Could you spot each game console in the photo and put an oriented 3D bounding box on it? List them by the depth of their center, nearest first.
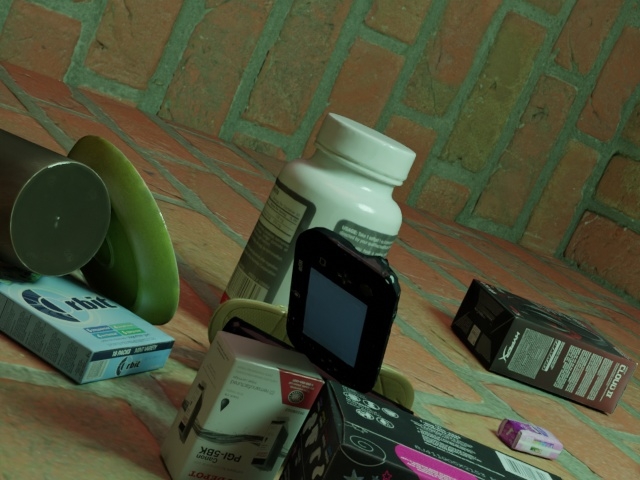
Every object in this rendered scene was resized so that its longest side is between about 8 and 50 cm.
[{"bbox_3d":[-0.003,0.107,1.086,0.213,0.361,0.044,26,55,13],"label":"game console"}]

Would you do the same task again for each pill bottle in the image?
[{"bbox_3d":[0.000,0.000,1.488,0.176,0.318,0.176,25,10,-5],"label":"pill bottle"}]

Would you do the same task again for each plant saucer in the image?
[{"bbox_3d":[-0.247,-0.004,1.312,0.037,0.241,0.241,-25,41,-31],"label":"plant saucer"}]

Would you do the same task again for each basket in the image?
[{"bbox_3d":[-0.355,-0.049,1.252,0.227,0.154,0.204,18,-3,41],"label":"basket"}]

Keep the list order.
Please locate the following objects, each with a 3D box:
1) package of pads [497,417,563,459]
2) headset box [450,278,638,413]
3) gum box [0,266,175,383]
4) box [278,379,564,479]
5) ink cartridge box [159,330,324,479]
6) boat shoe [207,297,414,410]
[{"bbox_3d":[0.294,0.279,1.573,0.083,0.032,0.050,19,9,-29],"label":"package of pads"},{"bbox_3d":[0.414,0.195,2.038,0.293,0.110,0.218,21,11,-17],"label":"headset box"},{"bbox_3d":[-0.274,0.086,1.208,0.184,0.041,0.157,29,11,21],"label":"gum box"},{"bbox_3d":[0.092,0.249,0.964,0.247,0.142,0.163,24,9,-8],"label":"box"},{"bbox_3d":[-0.073,0.163,1.030,0.099,0.135,0.056,18,15,-29],"label":"ink cartridge box"},{"bbox_3d":[-0.019,0.147,1.357,0.285,0.104,0.089,31,3,-25],"label":"boat shoe"}]
